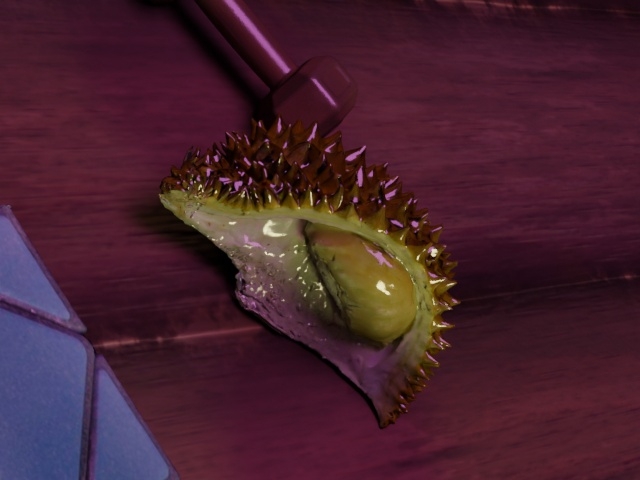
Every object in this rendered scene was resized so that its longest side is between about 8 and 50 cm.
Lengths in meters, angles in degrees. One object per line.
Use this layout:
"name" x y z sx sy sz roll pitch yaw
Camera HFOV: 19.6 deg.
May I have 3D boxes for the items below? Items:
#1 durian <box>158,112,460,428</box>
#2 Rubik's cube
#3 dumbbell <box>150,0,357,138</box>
"durian" 0.000 0.000 1.514 0.306 0.166 0.172 38 10 -30
"Rubik's cube" -0.247 0.132 1.069 0.205 0.207 0.205 56 40 2
"dumbbell" -0.067 -0.181 1.605 0.231 0.082 0.092 49 39 -8
